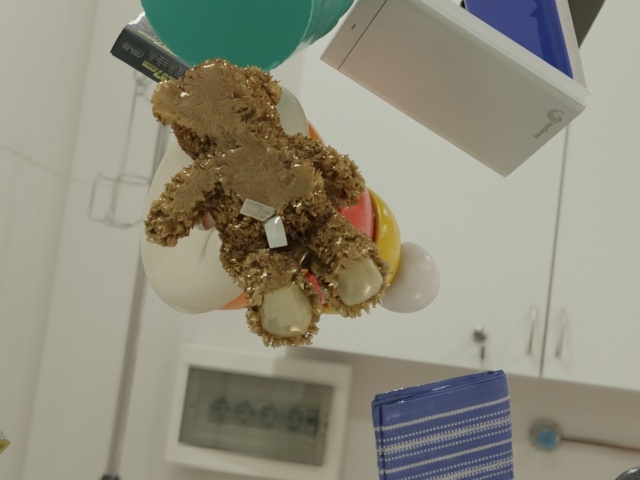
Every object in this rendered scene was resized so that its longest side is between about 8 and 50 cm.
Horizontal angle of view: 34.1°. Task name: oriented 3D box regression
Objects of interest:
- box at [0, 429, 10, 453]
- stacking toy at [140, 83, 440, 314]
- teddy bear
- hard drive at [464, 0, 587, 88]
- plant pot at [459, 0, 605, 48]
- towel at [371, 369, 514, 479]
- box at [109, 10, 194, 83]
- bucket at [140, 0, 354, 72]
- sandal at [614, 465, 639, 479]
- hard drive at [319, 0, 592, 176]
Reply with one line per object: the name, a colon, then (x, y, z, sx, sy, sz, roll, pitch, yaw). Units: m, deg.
box: (-0.506, 0.146, 1.005, 0.290, 0.177, 0.279, 42, -6, 17)
stacking toy: (0.000, 0.000, 1.595, 0.480, 0.350, 0.350, 25, -16, -38)
teddy bear: (-0.063, -0.038, 1.146, 0.338, 0.245, 0.113, 43, -17, 12)
hard drive: (0.286, -0.381, 1.578, 0.040, 0.318, 0.210, -31, 27, -20)
plant pot: (0.393, -0.430, 1.826, 0.187, 0.188, 0.167, 26, -5, 46)
towel: (0.201, 0.384, 1.679, 0.243, 0.336, 0.040, -10, 15, -19)
box: (-0.236, -0.307, 1.824, 0.233, 0.059, 0.183, 31, 20, -9)
bucket: (-0.093, -0.352, 1.348, 0.281, 0.281, 0.183, 6, 28, 18)
sandal: (0.477, 0.474, 1.715, 0.097, 0.254, 0.054, 31, 5, -10)
hard drive: (0.193, -0.247, 1.559, 0.353, 0.047, 0.233, 31, -30, -7)
